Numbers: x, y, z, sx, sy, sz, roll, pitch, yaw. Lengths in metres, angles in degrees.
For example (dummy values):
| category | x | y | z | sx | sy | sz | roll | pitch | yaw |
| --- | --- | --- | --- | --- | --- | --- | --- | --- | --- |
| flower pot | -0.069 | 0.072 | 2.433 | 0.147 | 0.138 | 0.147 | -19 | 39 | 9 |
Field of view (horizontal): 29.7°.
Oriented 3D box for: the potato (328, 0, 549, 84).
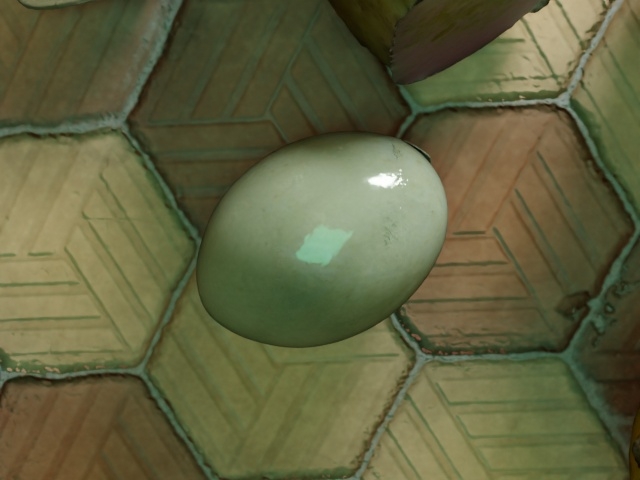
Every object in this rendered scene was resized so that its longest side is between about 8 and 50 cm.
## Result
| category | x | y | z | sx | sy | sz | roll | pitch | yaw |
| --- | --- | --- | --- | --- | --- | --- | --- | --- | --- |
| potato | 0.071 | -0.303 | 1.064 | 0.229 | 0.229 | 0.266 | -31 | 82 | 9 |

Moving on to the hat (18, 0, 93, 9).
| category | x | y | z | sx | sy | sz | roll | pitch | yaw |
| --- | --- | --- | --- | --- | --- | --- | --- | --- | --- |
| hat | -0.215 | -0.306 | 1.149 | 0.173 | 0.144 | 0.166 | 0 | 108 | 49 |

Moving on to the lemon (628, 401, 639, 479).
| category | x | y | z | sx | sy | sz | roll | pitch | yaw |
| --- | --- | --- | --- | --- | --- | --- | --- | --- | --- |
| lemon | 0.427 | 0.204 | 1.079 | 0.297 | 0.297 | 0.297 | 1 | 101 | 4 |

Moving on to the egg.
| category | x | y | z | sx | sy | sz | roll | pitch | yaw |
| --- | --- | --- | --- | --- | --- | --- | --- | --- | --- |
| egg | 0.000 | 0.000 | 1.118 | 0.253 | 0.186 | 0.186 | -32 | 97 | 6 |
